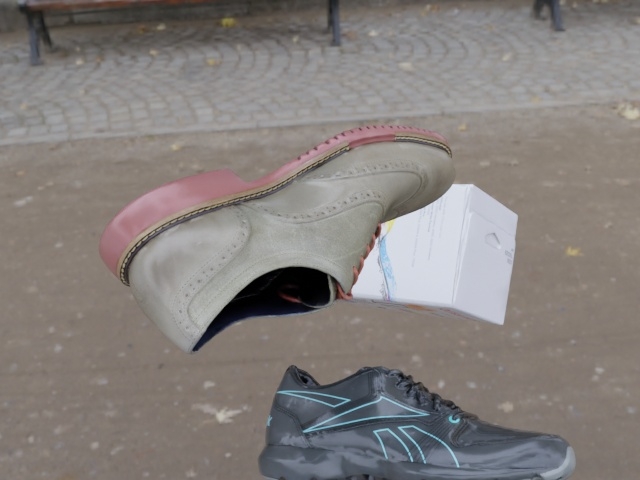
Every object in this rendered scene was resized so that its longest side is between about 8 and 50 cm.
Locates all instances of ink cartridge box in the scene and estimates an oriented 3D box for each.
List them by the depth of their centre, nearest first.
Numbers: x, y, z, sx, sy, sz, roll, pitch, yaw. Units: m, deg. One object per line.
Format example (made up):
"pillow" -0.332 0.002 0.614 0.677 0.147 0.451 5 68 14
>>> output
"ink cartridge box" 0.137 0.018 1.137 0.232 0.168 0.171 3 -10 37

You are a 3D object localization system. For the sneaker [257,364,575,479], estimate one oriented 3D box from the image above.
"sneaker" 0.071 0.155 0.657 0.267 0.101 0.106 -2 68 21

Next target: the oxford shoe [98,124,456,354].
"oxford shoe" 0.000 0.000 0.666 0.348 0.123 0.130 -22 63 -32
